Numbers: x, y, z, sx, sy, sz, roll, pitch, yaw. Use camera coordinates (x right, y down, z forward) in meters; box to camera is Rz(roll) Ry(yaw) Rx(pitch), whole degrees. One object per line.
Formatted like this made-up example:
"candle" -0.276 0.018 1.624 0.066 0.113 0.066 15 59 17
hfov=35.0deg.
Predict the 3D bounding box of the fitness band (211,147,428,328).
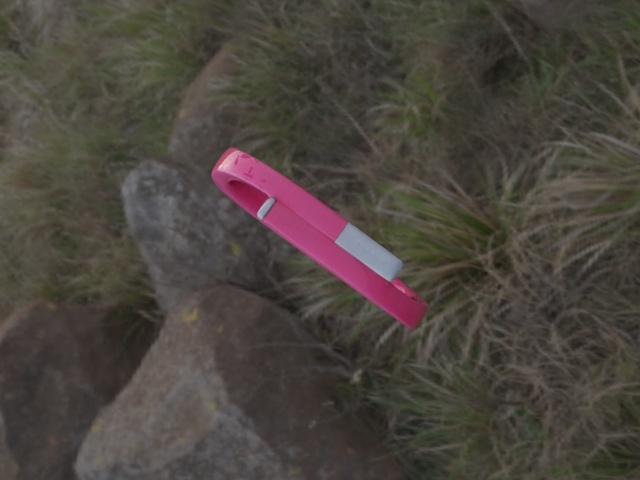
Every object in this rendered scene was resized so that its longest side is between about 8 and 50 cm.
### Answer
"fitness band" 0.000 0.000 1.143 0.054 0.291 0.209 -53 5 -4
